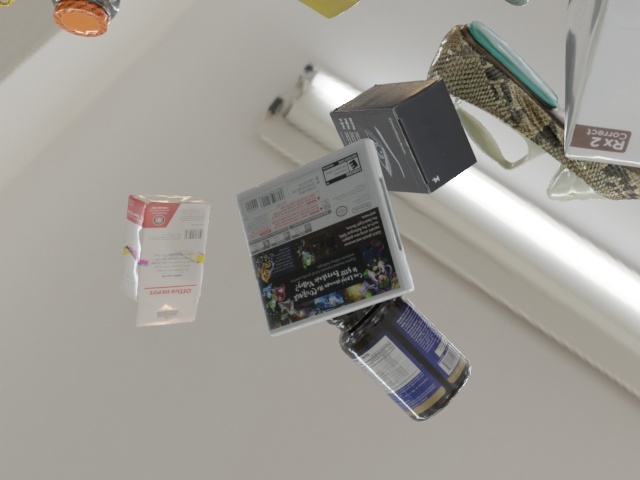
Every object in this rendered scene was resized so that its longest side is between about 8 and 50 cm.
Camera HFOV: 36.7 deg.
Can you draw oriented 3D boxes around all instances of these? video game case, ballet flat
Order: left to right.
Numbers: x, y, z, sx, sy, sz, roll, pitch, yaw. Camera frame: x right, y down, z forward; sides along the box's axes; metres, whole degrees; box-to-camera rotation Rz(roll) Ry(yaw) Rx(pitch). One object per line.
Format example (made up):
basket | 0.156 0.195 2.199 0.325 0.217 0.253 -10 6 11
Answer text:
video game case | 0.000 0.000 1.077 0.022 0.190 0.173 1 -109 -57
ballet flat | 0.389 -0.180 1.662 0.483 0.182 0.164 36 -151 4

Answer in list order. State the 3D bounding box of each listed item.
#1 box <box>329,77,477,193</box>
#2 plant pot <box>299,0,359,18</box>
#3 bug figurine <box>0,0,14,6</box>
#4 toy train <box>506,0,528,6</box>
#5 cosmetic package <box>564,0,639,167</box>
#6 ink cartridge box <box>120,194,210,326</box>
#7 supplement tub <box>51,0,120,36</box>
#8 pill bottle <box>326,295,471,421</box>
box | 0.131 -0.167 1.561 0.108 0.207 0.153 -33 -69 -22
plant pot | 0.026 -0.545 1.712 0.212 0.187 0.212 23 -100 -34
bug figurine | -0.352 -0.404 1.348 0.279 0.072 0.216 1 -137 19
toy train | 0.263 -0.448 1.301 0.190 0.334 0.142 44 -97 4
cosmetic package | 0.254 -0.159 0.657 0.151 0.151 0.184 7 -134 6
ink cartridge box | -0.248 0.030 1.526 0.115 0.067 0.198 -1 -75 -38
supplement tub | -0.394 -0.453 1.651 0.117 0.117 0.190 8 -109 -8
pill bottle | 0.106 0.150 1.417 0.219 0.123 0.123 46 -118 -4
